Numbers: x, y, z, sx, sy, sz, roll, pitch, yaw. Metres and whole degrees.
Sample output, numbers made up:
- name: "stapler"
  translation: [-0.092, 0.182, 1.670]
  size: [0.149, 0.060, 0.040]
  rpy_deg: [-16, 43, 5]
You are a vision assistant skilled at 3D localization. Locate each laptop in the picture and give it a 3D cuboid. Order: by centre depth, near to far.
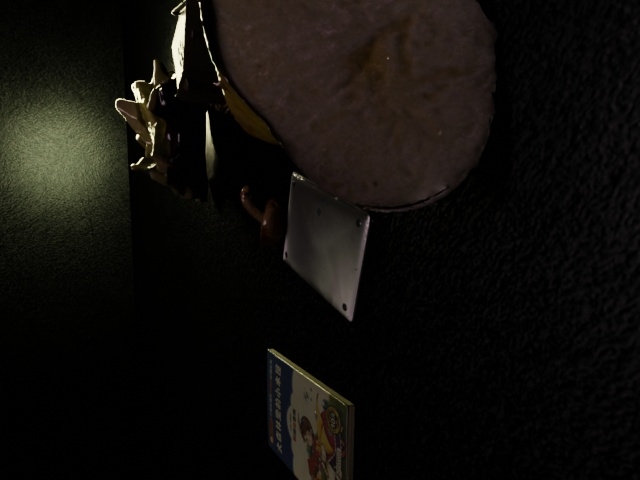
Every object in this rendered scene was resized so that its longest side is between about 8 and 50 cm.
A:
- name: "laptop"
  translation: [0.000, 0.000, 0.870]
  size: [0.269, 0.015, 0.187]
  rpy_deg: [37, 125, 53]

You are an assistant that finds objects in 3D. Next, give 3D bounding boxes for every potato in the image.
- name: "potato"
  translation: [0.025, -0.216, 0.662]
  size: [0.397, 0.290, 0.296]
  rpy_deg: [44, 176, 1]

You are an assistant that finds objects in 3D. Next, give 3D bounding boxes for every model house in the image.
- name: "model house"
  translation: [-0.154, -0.401, 0.905]
  size: [0.243, 0.212, 0.204]
  rpy_deg: [-46, 55, 55]

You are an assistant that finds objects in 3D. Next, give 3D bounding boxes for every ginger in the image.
- name: "ginger"
  translation: [-0.416, -0.266, 1.287]
  size: [0.413, 0.212, 0.357]
  rpy_deg: [-106, 13, -80]

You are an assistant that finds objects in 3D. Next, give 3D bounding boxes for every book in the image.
- name: "book"
  translation: [-0.032, 0.361, 0.954]
  size: [0.323, 0.018, 0.228]
  rpy_deg: [10, 101, 59]

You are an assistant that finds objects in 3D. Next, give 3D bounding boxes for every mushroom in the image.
- name: "mushroom"
  translation: [-0.107, -0.054, 0.982]
  size: [0.129, 0.073, 0.088]
  rpy_deg: [63, -165, -13]

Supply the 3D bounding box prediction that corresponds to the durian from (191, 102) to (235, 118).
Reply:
- name: "durian"
  translation: [-0.225, -0.363, 1.150]
  size: [0.252, 0.145, 0.139]
  rpy_deg: [130, 151, -56]
